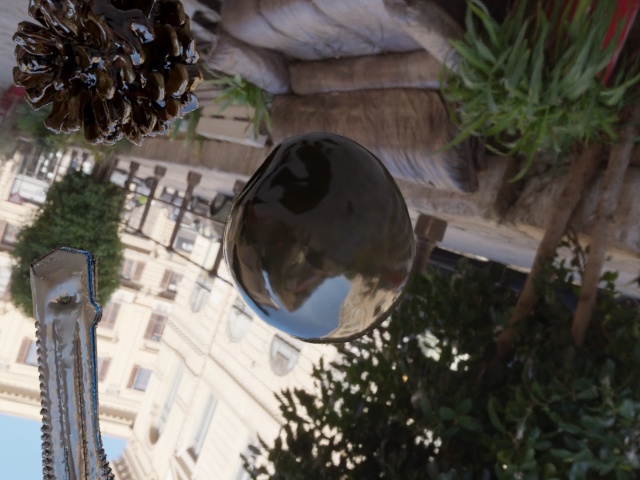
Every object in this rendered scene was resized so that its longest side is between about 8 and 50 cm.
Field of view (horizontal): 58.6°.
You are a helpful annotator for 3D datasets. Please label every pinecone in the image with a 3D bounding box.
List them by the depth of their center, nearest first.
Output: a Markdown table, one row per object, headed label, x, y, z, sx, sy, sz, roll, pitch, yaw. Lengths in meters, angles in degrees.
| label | x | y | z | sx | sy | sz | roll | pitch | yaw |
| --- | --- | --- | --- | --- | --- | --- | --- | --- | --- |
| pinecone | -0.473 | -0.384 | 1.237 | 0.397 | 0.398 | 0.398 | 18 | 180 | 0 |

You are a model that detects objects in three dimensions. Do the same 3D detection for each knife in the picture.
| label | x | y | z | sx | sy | sz | roll | pitch | yaw |
| --- | --- | --- | --- | --- | --- | --- | --- | --- | --- |
| knife | -0.267 | 0.182 | 0.629 | 0.089 | 0.366 | 0.043 | -10 | -165 | -39 |

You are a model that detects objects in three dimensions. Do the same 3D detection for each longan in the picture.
| label | x | y | z | sx | sy | sz | roll | pitch | yaw |
| --- | --- | --- | --- | --- | --- | --- | --- | --- | --- |
| longan | 0.000 | 0.000 | 0.560 | 0.197 | 0.213 | 0.198 | -2 | 143 | -2 |
